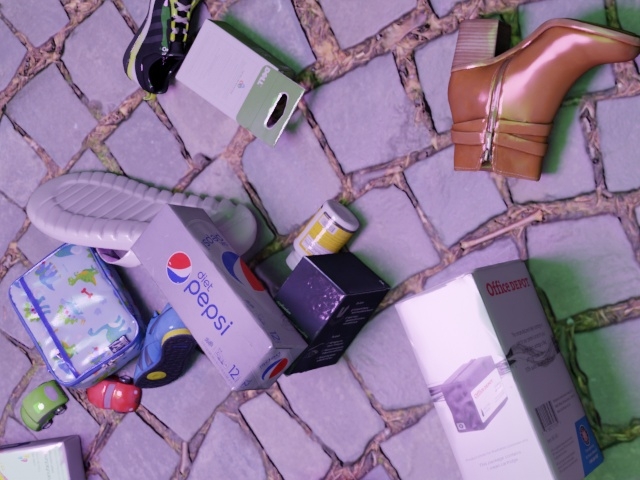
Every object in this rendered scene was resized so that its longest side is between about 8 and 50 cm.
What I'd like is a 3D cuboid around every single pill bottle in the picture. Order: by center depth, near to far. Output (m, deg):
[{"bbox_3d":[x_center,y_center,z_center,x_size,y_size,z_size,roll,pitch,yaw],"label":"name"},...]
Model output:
[{"bbox_3d":[0.000,0.000,1.937,0.065,0.065,0.116,46,110,17],"label":"pill bottle"}]

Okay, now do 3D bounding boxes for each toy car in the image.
[{"bbox_3d":[-0.441,0.247,2.172,0.225,0.053,0.239,-46,73,21],"label":"toy car"}]

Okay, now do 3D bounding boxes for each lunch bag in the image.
[{"bbox_3d":[-0.396,0.124,2.094,0.176,0.090,0.219,-33,73,2],"label":"lunch bag"}]

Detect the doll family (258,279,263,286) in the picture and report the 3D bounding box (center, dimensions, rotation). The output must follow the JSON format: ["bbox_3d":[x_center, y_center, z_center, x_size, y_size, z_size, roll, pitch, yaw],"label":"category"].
[{"bbox_3d":[-0.139,0.111,2.011,0.193,0.076,0.111,49,116,21],"label":"doll family"}]

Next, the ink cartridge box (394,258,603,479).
[{"bbox_3d":[0.246,0.195,1.738,0.129,0.223,0.307,-24,82,26],"label":"ink cartridge box"}]

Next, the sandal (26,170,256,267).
[{"bbox_3d":[-0.296,-0.011,2.051,0.416,0.169,0.102,12,129,26],"label":"sandal"}]

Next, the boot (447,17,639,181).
[{"bbox_3d":[0.301,-0.191,1.754,0.283,0.109,0.220,5,94,28],"label":"boot"}]

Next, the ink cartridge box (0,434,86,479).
[{"bbox_3d":[-0.509,0.422,2.157,0.212,0.093,0.154,-9,89,6],"label":"ink cartridge box"}]

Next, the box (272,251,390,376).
[{"bbox_3d":[-0.001,0.106,1.893,0.093,0.156,0.158,42,109,20],"label":"box"}]

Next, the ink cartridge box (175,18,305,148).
[{"bbox_3d":[-0.112,-0.242,1.981,0.209,0.062,0.109,37,108,20],"label":"ink cartridge box"}]

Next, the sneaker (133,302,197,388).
[{"bbox_3d":[-0.251,0.166,2.050,0.209,0.069,0.082,-55,41,48],"label":"sneaker"}]

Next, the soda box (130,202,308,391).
[{"bbox_3d":[-0.148,0.079,1.837,0.098,0.091,0.286,-50,62,20],"label":"soda box"}]

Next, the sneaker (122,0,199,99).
[{"bbox_3d":[-0.228,-0.327,2.019,0.097,0.084,0.235,48,123,33],"label":"sneaker"}]
